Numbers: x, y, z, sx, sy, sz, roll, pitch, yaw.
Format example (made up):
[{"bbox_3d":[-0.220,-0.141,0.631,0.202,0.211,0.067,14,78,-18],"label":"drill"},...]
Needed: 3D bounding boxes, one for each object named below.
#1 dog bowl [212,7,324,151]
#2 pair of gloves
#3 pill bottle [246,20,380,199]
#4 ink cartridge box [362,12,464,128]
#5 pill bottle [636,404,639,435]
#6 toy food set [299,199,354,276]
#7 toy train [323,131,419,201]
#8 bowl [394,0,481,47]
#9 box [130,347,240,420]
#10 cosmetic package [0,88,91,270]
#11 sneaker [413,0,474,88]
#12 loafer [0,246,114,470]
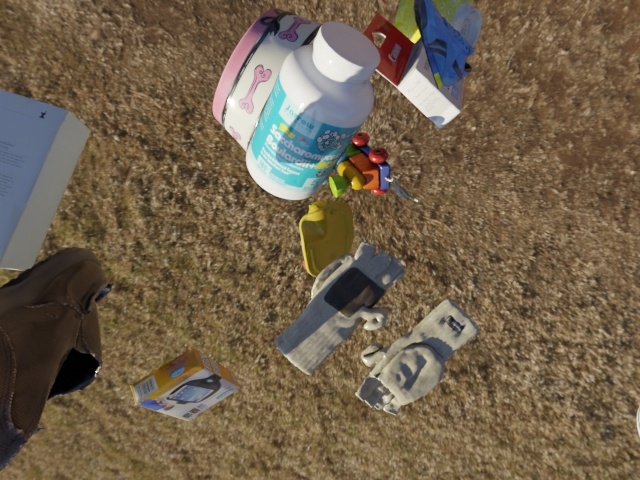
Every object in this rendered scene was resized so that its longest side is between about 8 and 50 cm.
[{"bbox_3d":[-0.148,-0.449,1.173,0.150,0.408,0.408,33,101,-5],"label":"dog bowl"},{"bbox_3d":[0.081,0.130,0.598,0.240,0.042,0.204,35,95,-13],"label":"pair of gloves"},{"bbox_3d":[-0.013,-0.193,0.653,0.146,0.146,0.264,36,138,-1],"label":"pill bottle"},{"bbox_3d":[0.222,-0.428,0.976,0.261,0.296,0.066,37,134,-14],"label":"ink cartridge box"},{"bbox_3d":[0.673,0.313,0.715,0.182,0.181,0.323,-19,140,9],"label":"pill bottle"},{"bbox_3d":[0.000,0.000,0.841,0.128,0.217,0.071,-35,52,-25],"label":"toy food set"},{"bbox_3d":[0.085,-0.132,0.910,0.143,0.248,0.105,-21,133,-12],"label":"toy train"},{"bbox_3d":[0.354,-0.600,1.180,0.156,0.289,0.289,32,103,35],"label":"bowl"},{"bbox_3d":[-0.158,0.184,0.519,0.081,0.136,0.028,-32,55,-5],"label":"box"},{"bbox_3d":[-0.645,-0.137,0.718,0.377,0.097,0.284,18,82,-1],"label":"cosmetic package"},{"bbox_3d":[0.225,-0.363,0.752,0.082,0.209,0.069,-17,63,22],"label":"sneaker"},{"bbox_3d":[-0.294,0.109,0.425,0.134,0.366,0.130,-38,104,-1],"label":"loafer"}]
